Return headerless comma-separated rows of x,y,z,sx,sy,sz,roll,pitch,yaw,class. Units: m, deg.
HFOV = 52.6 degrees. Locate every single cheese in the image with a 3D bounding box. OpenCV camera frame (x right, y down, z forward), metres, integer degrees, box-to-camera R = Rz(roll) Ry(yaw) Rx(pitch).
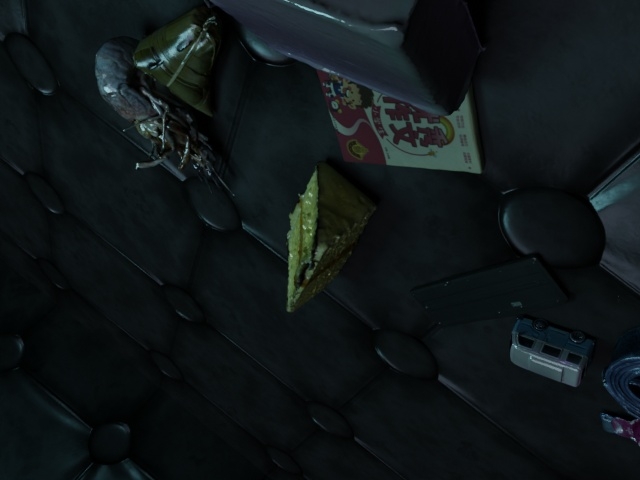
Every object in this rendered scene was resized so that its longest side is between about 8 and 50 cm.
0.517,0.309,1.026,0.145,0.038,0.095,9,134,46,cheese

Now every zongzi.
-0.174,-0.280,1.028,0.189,0.081,0.178,-15,140,35,zongzi

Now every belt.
0.490,0.196,0.887,0.190,0.082,0.141,17,134,29,belt

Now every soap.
0.014,-0.248,0.688,0.285,0.107,0.296,28,-173,18,soap

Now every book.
0.108,-0.172,0.898,0.232,0.022,0.162,11,136,37,book

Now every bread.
0.000,0.000,1.114,0.266,0.142,0.178,121,139,-56,bread

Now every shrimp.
-0.268,-0.197,1.132,0.116,0.145,0.343,-15,128,26,shrimp

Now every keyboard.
0.288,0.077,0.998,0.103,0.041,0.381,49,151,-13,keyboard

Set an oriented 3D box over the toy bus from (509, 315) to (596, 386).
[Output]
0.351,0.172,0.999,0.123,0.075,0.060,18,140,30,toy bus
